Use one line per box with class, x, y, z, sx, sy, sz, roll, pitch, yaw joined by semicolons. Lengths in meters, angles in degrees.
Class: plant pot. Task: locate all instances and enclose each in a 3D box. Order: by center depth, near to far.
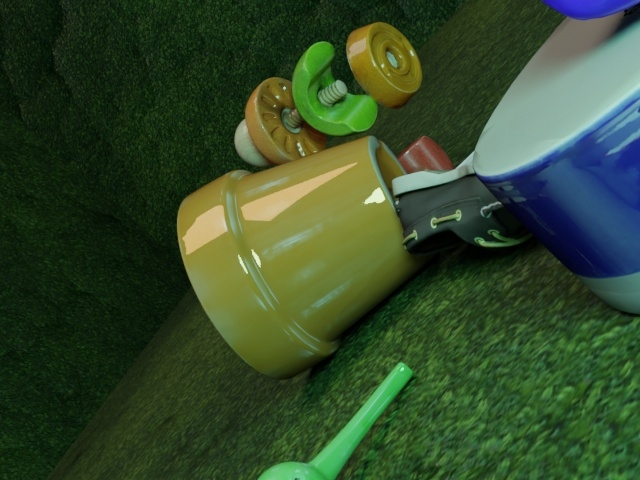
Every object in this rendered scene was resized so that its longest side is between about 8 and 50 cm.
plant pot;0.000;0.000;0.888;0.187;0.205;0.205;-30;14;18

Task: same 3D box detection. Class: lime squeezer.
lime squeezer;-0.045;0.196;0.611;0.310;0.059;0.110;-50;8;-6

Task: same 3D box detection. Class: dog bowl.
dog bowl;0.205;-0.095;0.477;0.265;0.104;0.265;-47;8;8

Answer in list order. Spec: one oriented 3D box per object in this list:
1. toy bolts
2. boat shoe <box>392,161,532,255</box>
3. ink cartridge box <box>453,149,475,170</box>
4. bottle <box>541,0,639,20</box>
toy bolts;0.033;-0.108;1.049;0.158;0.228;0.218;-28;13;41
boat shoe;0.130;-0.026;0.706;0.081;0.069;0.227;-4;-2;-24
ink cartridge box;0.174;-0.076;0.874;0.145;0.045;0.179;-45;-10;29
bottle;0.194;-0.234;0.483;0.283;0.092;0.118;-52;9;-29
